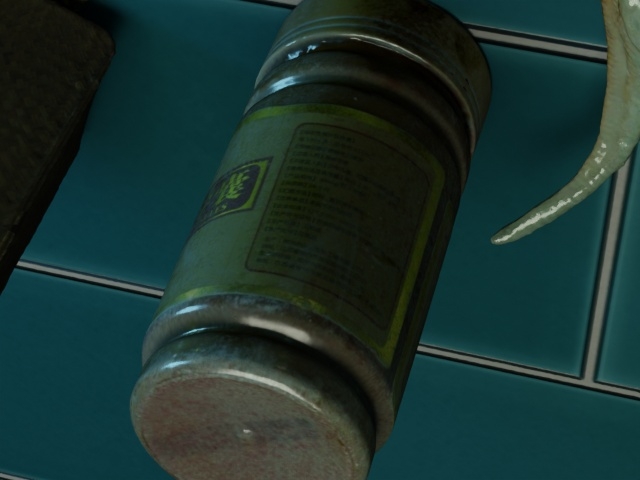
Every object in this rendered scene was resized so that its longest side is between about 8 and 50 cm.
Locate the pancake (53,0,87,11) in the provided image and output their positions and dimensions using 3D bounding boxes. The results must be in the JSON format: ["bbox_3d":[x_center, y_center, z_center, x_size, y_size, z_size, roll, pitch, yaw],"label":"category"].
[{"bbox_3d":[-0.204,-0.191,1.173,0.115,0.011,0.115,12,140,10],"label":"pancake"}]

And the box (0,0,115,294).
[{"bbox_3d":[-0.279,-0.044,1.160,0.184,0.273,0.143,27,150,-5],"label":"box"}]

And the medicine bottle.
[{"bbox_3d":[0.000,0.000,1.058,0.151,0.322,0.151,11,138,10],"label":"medicine bottle"}]

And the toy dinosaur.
[{"bbox_3d":[0.227,-0.116,1.014,0.205,0.092,0.393,35,139,-15],"label":"toy dinosaur"}]
